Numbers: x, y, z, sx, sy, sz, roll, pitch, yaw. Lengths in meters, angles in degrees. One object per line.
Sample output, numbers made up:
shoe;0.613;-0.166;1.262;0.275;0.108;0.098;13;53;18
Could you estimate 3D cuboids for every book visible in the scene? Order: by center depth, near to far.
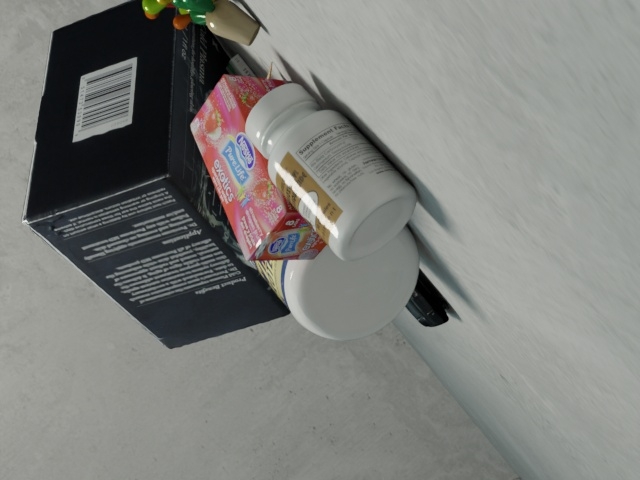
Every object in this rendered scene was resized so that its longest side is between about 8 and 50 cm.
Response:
book;-0.119;-0.280;1.954;0.144;0.035;0.096;52;173;-6

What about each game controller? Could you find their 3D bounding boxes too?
game controller;0.131;0.031;1.977;0.319;0.067;0.166;50;-168;0

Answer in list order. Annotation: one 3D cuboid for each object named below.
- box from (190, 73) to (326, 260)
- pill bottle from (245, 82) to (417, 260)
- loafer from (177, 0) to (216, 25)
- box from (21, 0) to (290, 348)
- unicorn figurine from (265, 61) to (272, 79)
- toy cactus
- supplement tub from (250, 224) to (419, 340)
box;-0.073;-0.105;1.511;0.128;0.123;0.257;-1;-125;-38
pill bottle;0.007;-0.094;1.358;0.229;0.131;0.131;49;177;24
loafer;-0.203;-0.385;1.578;0.170;0.062;0.061;46;171;35
box;-0.286;-0.129;1.990;0.472;0.297;0.480;55;-155;-49
unicorn figurine;-0.052;-0.195;1.655;0.111;0.060;0.162;56;-178;18
toy cactus;-0.164;-0.333;1.437;0.180;0.112;0.219;30;169;0
supplement tub;0.000;0.000;1.726;0.228;0.228;0.316;52;176;-33
